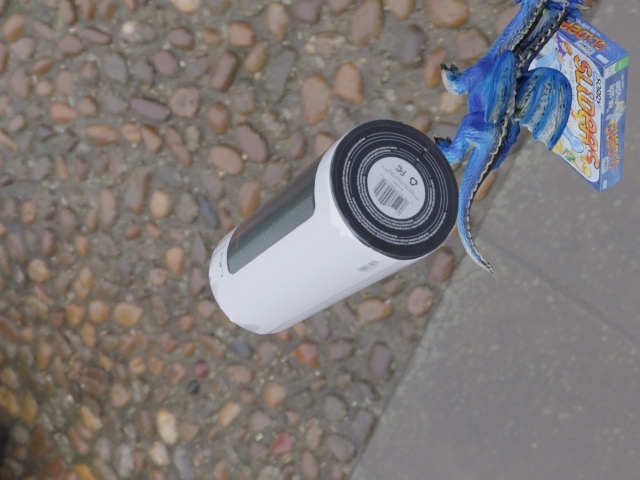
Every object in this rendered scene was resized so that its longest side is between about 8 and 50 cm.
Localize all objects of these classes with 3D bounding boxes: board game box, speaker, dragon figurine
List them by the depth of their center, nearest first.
[{"bbox_3d":[0.000,0.000,0.422,0.055,0.055,0.136,61,151,2],"label":"speaker"},{"bbox_3d":[0.176,-0.126,0.952,0.144,0.085,0.289,-29,45,61],"label":"dragon figurine"},{"bbox_3d":[0.286,-0.164,1.140,0.136,0.035,0.201,51,167,38],"label":"board game box"}]
